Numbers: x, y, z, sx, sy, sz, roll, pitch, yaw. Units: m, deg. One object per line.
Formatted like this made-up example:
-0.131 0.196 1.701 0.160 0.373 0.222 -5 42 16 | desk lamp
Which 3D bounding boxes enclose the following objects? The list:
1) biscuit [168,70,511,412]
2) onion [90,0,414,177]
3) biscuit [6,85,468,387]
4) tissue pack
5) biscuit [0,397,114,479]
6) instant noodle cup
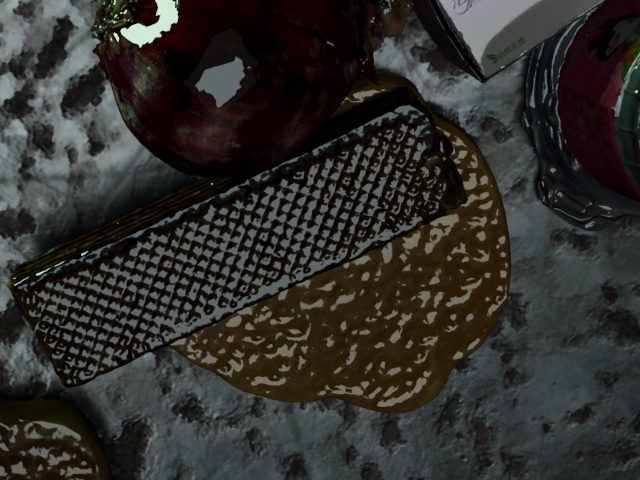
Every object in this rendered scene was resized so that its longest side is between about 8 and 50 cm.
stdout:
0.000 0.000 1.355 0.351 0.057 0.312 4 104 -8 | biscuit
-0.072 -0.176 1.190 0.281 0.281 0.221 29 139 -14 | onion
-0.069 -0.005 1.280 0.388 0.073 0.107 -25 108 1 | biscuit
0.197 -0.245 1.266 0.246 0.148 0.092 -35 106 2 | tissue pack
-0.306 0.327 1.404 0.359 0.074 0.381 -39 109 6 | biscuit
0.323 -0.119 1.296 0.258 0.181 0.302 22 102 -14 | instant noodle cup
